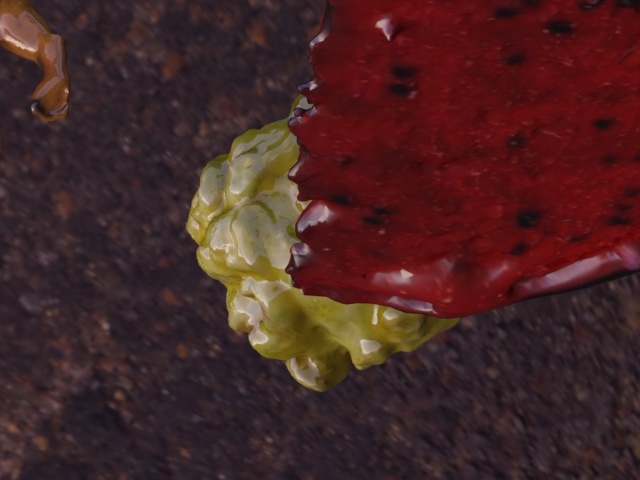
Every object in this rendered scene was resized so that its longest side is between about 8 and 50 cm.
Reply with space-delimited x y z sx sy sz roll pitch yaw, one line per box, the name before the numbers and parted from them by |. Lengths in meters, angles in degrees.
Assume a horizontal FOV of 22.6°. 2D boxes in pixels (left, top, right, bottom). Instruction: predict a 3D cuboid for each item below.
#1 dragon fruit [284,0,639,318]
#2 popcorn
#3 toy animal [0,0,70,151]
dragon fruit | 0.119 -0.075 0.683 0.282 0.343 0.100 4 61 -4
popcorn | 0.000 0.000 1.456 0.242 0.235 0.250 -35 104 11
toy animal | -0.165 -0.126 0.743 0.255 0.114 0.116 -50 45 8
